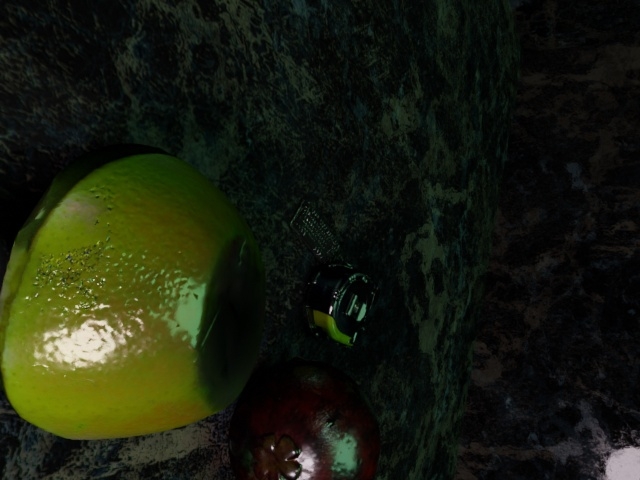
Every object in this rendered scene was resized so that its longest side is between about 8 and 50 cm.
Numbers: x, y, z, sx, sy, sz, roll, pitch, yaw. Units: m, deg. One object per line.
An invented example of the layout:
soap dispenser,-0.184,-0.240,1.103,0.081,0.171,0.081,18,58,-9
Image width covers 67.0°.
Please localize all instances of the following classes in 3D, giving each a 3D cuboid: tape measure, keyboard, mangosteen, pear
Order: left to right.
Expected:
pear,-0.179,0.082,0.629,0.399,0.164,0.400,8,90,-74
mangosteen,-0.029,0.374,0.917,0.311,0.310,0.312,-16,109,-55
keyboard,0.001,0.000,1.119,0.072,0.023,0.231,-64,143,-23
tape measure,0.045,0.151,1.131,0.186,0.112,0.199,33,73,-50

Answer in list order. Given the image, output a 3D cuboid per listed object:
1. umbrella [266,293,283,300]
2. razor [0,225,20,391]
umbrella,-0.112,0.116,0.976,0.122,0.013,0.022,20,58,-55
razor,-0.412,0.057,0.408,0.326,0.107,0.190,18,81,-62
